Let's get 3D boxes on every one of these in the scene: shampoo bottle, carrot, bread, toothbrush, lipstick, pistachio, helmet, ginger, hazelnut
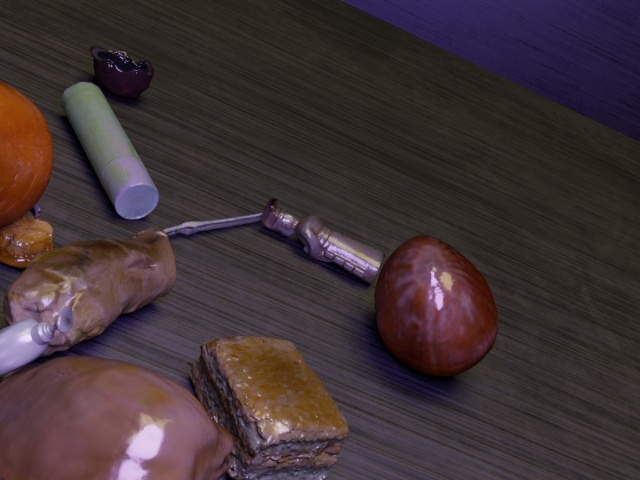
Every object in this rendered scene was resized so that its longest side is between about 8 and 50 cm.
[{"bbox_3d":[-0.316,0.110,0.922,0.045,0.152,0.077,65,26,-6],"label":"shampoo bottle"},{"bbox_3d":[-0.431,-0.102,1.075,0.193,0.214,0.331,20,3,6],"label":"carrot"},{"bbox_3d":[-0.386,0.000,1.157,0.081,0.046,0.083,7,35,-23],"label":"bread"},{"bbox_3d":[-0.182,-0.021,1.391,0.294,0.026,0.028,-19,71,-53],"label":"toothbrush"},{"bbox_3d":[-0.340,-0.150,1.422,0.076,0.076,0.304,3,37,-38],"label":"lipstick"},{"bbox_3d":[-0.222,0.194,0.853,0.260,0.162,0.213,14,10,26],"label":"pistachio"},{"bbox_3d":[-0.065,0.192,1.054,0.138,0.102,0.196,10,31,-33],"label":"bread"},{"bbox_3d":[-0.375,-0.308,1.660,0.123,0.070,0.098,18,22,-4],"label":"helmet"},{"bbox_3d":[-0.282,0.054,1.093,0.116,0.109,0.263,9,19,26],"label":"ginger"},{"bbox_3d":[0.165,0.096,1.317,0.176,0.214,0.214,-29,49,-8],"label":"hazelnut"}]

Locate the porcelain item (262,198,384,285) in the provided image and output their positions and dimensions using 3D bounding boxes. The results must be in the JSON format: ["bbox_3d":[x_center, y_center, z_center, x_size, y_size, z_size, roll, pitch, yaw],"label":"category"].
[{"bbox_3d":[0.000,0.000,1.482,0.213,0.054,0.084,26,25,-3],"label":"porcelain item"}]
